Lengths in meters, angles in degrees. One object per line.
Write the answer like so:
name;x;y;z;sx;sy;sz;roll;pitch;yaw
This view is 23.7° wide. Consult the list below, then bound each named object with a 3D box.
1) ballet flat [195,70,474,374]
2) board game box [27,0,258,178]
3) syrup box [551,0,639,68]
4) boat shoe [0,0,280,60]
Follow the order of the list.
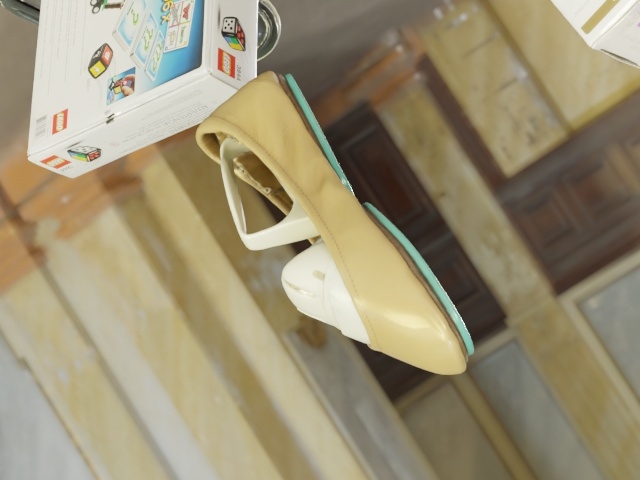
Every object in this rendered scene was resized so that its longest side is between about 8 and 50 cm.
ballet flat;0.000;0.000;0.824;0.073;0.232;0.080;-28;139;-6
board game box;-0.131;-0.216;1.153;0.193;0.305;0.053;-18;150;36
syrup box;0.189;-0.243;1.131;0.093;0.237;0.096;9;130;-50
boat shoe;-0.206;-0.264;1.710;0.113;0.340;0.127;-121;-131;-74
